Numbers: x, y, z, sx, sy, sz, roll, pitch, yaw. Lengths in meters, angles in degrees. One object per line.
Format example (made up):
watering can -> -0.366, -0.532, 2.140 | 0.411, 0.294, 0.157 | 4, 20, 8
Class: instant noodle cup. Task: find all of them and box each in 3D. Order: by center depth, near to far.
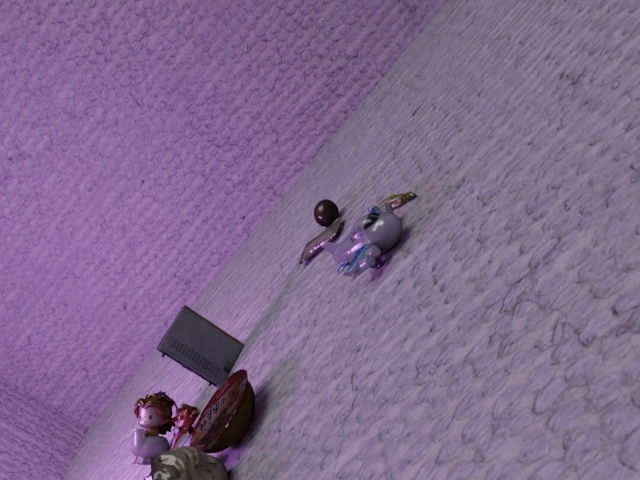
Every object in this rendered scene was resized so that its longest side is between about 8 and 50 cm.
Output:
instant noodle cup -> -0.258, 0.507, 1.730 | 0.274, 0.090, 0.274 | -48, 17, 19

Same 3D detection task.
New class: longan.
longan -> 0.021, -0.097, 2.252 | 0.113, 0.092, 0.114 | 19, 112, 56

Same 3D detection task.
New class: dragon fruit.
dragon fruit -> -0.502, 0.643, 2.194 | 0.112, 0.068, 0.126 | -62, 17, -21

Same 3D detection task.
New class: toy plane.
toy plane -> 0.122, 0.000, 1.683 | 0.267, 0.122, 0.267 | -45, 19, 20
toy plane -> -0.496, 0.662, 2.081 | 0.077, 0.126, 0.194 | 27, 77, 46

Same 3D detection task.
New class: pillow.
pillow -> 0.000, 0.000, 2.191 | 0.232, 0.038, 0.131 | -38, 18, 41

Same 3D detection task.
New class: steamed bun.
steamed bun -> -0.364, 0.654, 1.512 | 0.275, 0.206, 0.320 | -55, 19, -14

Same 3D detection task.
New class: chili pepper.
chili pepper -> 0.210, -0.108, 1.811 | 0.208, 0.043, 0.049 | -37, 9, 44

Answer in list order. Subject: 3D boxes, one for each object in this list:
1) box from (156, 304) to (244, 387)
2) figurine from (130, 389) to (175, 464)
box -> -0.429, 0.384, 2.167 | 0.045, 0.270, 0.211 | -33, 26, 53
figurine -> -0.607, 0.674, 2.187 | 0.142, 0.189, 0.264 | -4, 68, 17
